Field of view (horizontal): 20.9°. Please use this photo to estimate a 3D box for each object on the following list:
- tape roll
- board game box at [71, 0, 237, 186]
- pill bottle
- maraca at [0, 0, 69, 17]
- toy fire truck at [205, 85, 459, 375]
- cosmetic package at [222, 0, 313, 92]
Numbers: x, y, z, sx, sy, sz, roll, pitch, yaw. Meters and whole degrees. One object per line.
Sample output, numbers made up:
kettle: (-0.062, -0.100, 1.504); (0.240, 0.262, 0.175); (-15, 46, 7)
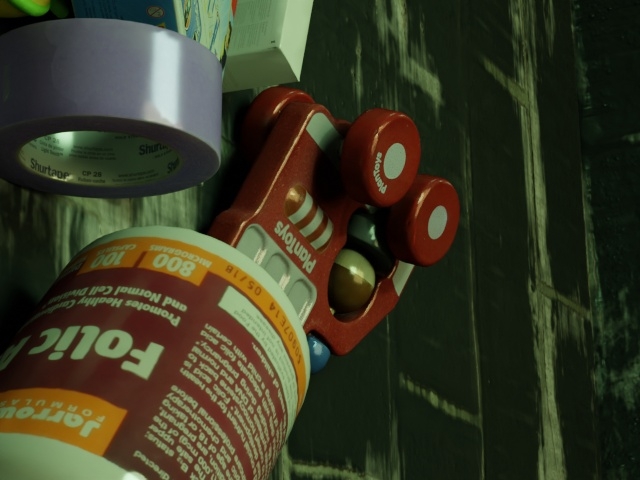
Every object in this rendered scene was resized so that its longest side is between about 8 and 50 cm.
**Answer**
tape roll: (-0.171, -0.099, 1.352); (0.189, 0.189, 0.080); (33, 53, -61)
board game box: (-0.133, -0.258, 1.498); (0.308, 0.086, 0.302); (87, 9, -57)
pill bottle: (-0.162, 0.178, 1.241); (0.392, 0.224, 0.224); (-63, 140, -54)
maraca: (-0.245, -0.225, 1.336); (0.127, 0.099, 0.185); (61, 9, 6)
toy fire truck: (0.000, 0.000, 1.812); (0.254, 0.169, 0.302); (-61, 143, -18)
cosmetic package: (-0.058, -0.264, 1.795); (0.060, 0.099, 0.239); (56, 35, -46)
